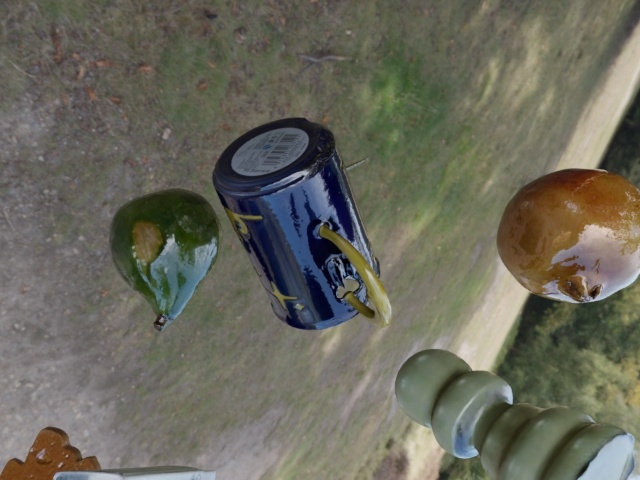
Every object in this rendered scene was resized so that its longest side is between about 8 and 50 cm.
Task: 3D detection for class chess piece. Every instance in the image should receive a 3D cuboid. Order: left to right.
[{"bbox_3d":[0.249,0.268,0.752,0.183,0.330,0.182,-13,114,-32],"label":"chess piece"}]

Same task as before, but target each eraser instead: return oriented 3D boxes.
[{"bbox_3d":[-0.259,0.392,0.766,0.404,0.097,0.098,80,12,-66],"label":"eraser"}]

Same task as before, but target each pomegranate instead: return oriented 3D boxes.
[{"bbox_3d":[0.375,-0.009,0.751,0.209,0.209,0.209,-44,149,-34],"label":"pomegranate"}]

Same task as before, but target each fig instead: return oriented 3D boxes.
[{"bbox_3d":[-0.269,0.031,0.891,0.195,0.196,0.244,-5,89,-61],"label":"fig"}]

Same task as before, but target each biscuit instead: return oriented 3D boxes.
[{"bbox_3d":[-0.621,0.571,1.100,0.307,0.283,0.043,-27,158,-11],"label":"biscuit"}]

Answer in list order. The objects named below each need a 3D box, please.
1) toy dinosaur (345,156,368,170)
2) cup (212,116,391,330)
[{"bbox_3d":[0.000,-0.116,0.973,0.162,0.126,0.039,-43,126,-16],"label":"toy dinosaur"},{"bbox_3d":[0.006,-0.016,0.684,0.178,0.255,0.256,-55,141,-33],"label":"cup"}]
